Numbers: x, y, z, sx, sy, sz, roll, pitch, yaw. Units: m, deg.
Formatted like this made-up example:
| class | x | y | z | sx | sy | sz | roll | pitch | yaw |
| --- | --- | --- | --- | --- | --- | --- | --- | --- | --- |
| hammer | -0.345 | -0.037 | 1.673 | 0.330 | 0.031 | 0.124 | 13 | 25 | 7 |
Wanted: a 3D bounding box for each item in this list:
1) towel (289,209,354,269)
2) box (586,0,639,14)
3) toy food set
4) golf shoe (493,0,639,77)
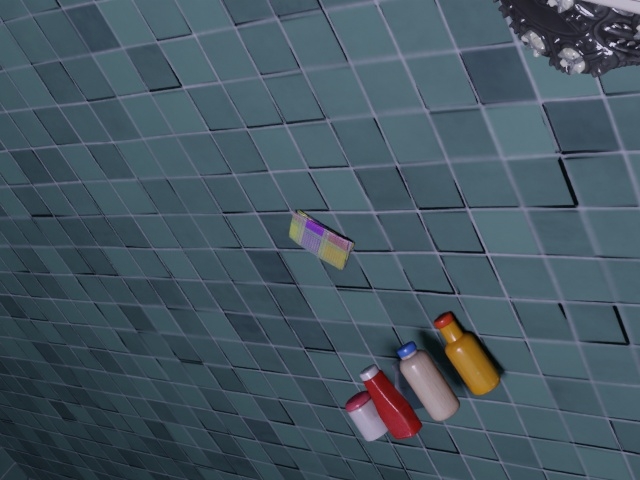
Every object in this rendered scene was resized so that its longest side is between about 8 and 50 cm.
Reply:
| class | x | y | z | sx | sy | sz | roll | pitch | yaw |
| --- | --- | --- | --- | --- | --- | --- | --- | --- | --- |
| towel | 0.000 | 0.000 | 1.207 | 0.083 | 0.009 | 0.060 | 30 | 145 | 12 |
| box | 0.207 | -0.231 | 0.597 | 0.232 | 0.127 | 0.148 | 31 | 157 | 44 |
| toy food set | 0.100 | 0.174 | 1.237 | 0.104 | 0.111 | 0.232 | 57 | 143 | -6 |
| golf shoe | 0.232 | -0.181 | 0.733 | 0.273 | 0.120 | 0.105 | 38 | 163 | 40 |
